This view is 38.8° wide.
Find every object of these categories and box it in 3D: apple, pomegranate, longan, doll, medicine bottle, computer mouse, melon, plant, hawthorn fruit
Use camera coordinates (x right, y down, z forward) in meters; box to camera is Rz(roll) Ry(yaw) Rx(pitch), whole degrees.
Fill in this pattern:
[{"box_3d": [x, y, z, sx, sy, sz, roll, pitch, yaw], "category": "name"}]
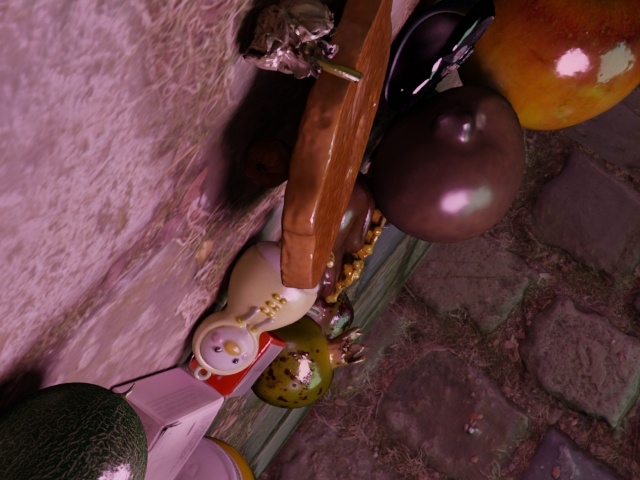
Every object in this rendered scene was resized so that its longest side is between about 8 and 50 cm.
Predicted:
[{"box_3d": [0.429, -0.380, 1.650, 0.384, 0.374, 0.374, -41, 162, -33], "category": "apple"}, {"box_3d": [-0.003, 0.157, 2.055, 0.138, 0.163, 0.125, -43, -150, 11], "category": "pomegranate"}, {"box_3d": [-0.039, 0.222, 1.814, 0.246, 0.198, 0.198, -39, 168, -2], "category": "pomegranate"}, {"box_3d": [0.219, -0.129, 1.545, 0.300, 0.243, 0.300, -54, 157, -36], "category": "longan"}, {"box_3d": [-0.101, 0.109, 1.422, 0.296, 0.141, 0.117, -54, -153, 5], "category": "doll"}, {"box_3d": [-0.231, 0.481, 1.708, 0.224, 0.224, 0.384, -52, 167, -16], "category": "medicine bottle"}, {"box_3d": [0.180, -0.313, 1.465, 0.233, 0.096, 0.137, -46, 169, 14], "category": "computer mouse"}, {"box_3d": [-0.289, 0.261, 0.949, 0.287, 0.182, 0.182, -48, 166, -28], "category": "melon"}, {"box_3d": [-0.014, -0.196, 0.956, 0.104, 0.122, 0.116, -50, -179, 37], "category": "plant"}, {"box_3d": [-0.058, -0.109, 1.166, 0.067, 0.067, 0.103, -63, 178, 34], "category": "hawthorn fruit"}]

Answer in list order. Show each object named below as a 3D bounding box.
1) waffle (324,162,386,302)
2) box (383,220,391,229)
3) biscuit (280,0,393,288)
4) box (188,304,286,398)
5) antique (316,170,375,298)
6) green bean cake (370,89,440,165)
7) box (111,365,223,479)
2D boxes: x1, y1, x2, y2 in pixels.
[{"box_3d": [0.064, -0.019, 1.722, 0.254, 0.052, 0.245, -54, -161, 43], "category": "waffle"}, {"box_3d": [0.137, -0.066, 2.067, 0.099, 0.074, 0.054, -48, 180, -33], "category": "box"}, {"box_3d": [0.015, -0.133, 1.177, 0.365, 0.062, 0.385, 89, 18, -70], "category": "biscuit"}, {"box_3d": [-0.144, 0.193, 1.573, 0.133, 0.099, 0.182, -52, 170, -2], "category": "box"}, {"box_3d": [0.000, 0.000, 1.554, 0.257, 0.121, 0.143, -60, 168, 13], "category": "antique"}, {"box_3d": [0.204, -0.195, 1.849, 0.214, 0.113, 0.200, -54, 166, 6], "category": "green bean cake"}, {"box_3d": [-0.269, 0.310, 1.360, 0.203, 0.106, 0.252, -58, 167, 7], "category": "box"}]
